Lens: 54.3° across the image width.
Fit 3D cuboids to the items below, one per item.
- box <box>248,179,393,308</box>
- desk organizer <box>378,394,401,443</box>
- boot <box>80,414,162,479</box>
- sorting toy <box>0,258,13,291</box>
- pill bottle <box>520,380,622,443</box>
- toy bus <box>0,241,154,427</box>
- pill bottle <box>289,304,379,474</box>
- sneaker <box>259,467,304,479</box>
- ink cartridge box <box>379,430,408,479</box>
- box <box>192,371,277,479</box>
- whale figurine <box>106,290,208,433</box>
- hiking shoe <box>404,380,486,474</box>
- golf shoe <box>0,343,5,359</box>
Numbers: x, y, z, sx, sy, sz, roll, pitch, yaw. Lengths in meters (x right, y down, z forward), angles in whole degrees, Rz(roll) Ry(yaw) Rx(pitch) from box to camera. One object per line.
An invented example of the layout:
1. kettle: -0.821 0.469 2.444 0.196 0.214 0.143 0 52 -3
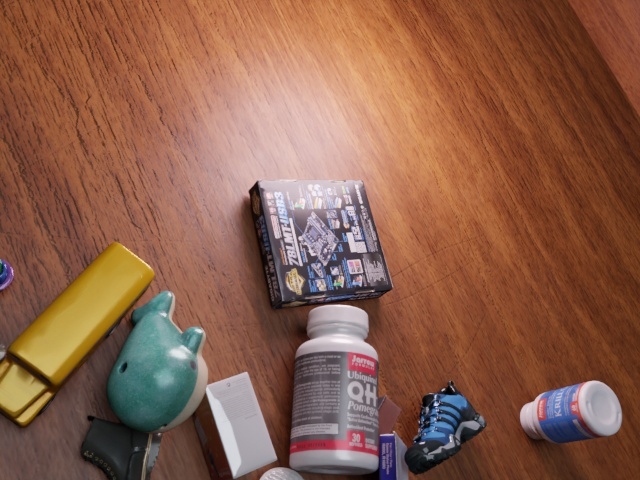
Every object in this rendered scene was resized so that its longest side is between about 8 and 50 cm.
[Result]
1. box: 0.000 0.000 1.465 0.293 0.073 0.295 -4 70 -28
2. desk organizer: 0.121 0.406 1.352 0.050 0.047 0.130 41 55 -8
3. boot: -0.367 0.411 1.088 0.137 0.077 0.198 18 47 -14
4. sorting toy: -0.707 -0.026 1.077 0.365 0.126 0.127 31 56 -11
5. pill bottle: 0.584 0.414 1.481 0.124 0.221 0.124 12 62 -23
6. toy bus: -0.447 0.164 1.118 0.108 0.130 0.333 39 55 -6
7. pill bottle: 0.031 0.303 1.273 0.176 0.176 0.318 13 62 -22
8. sneaker: -0.085 0.600 1.117 0.135 0.150 0.366 13 39 -12
9. ink cartridge box: 0.142 0.502 1.226 0.045 0.224 0.223 -4 63 12
10. box: -0.170 0.353 1.173 0.091 0.130 0.170 -12 73 -32
11. whale figurine: -0.310 0.207 1.129 0.141 0.216 0.272 40 25 -48
12. hiking shoe: 0.246 0.406 1.357 0.132 0.113 0.304 56 27 17
13. golf shoe: -0.627 0.218 1.045 0.186 0.067 0.086 -10 88 -24
